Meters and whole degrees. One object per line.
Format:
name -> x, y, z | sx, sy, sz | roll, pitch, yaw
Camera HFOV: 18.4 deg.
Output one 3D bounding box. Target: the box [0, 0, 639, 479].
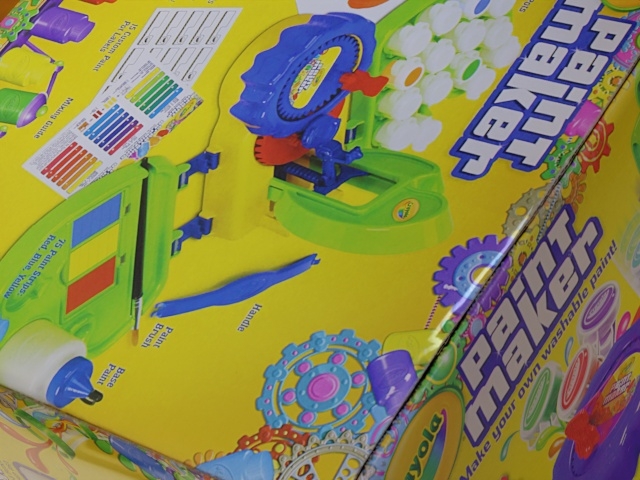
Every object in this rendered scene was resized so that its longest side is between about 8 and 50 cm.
box -> 0.000, 0.000, 0.791 | 0.290, 0.279, 0.177 | -53, -40, -24
